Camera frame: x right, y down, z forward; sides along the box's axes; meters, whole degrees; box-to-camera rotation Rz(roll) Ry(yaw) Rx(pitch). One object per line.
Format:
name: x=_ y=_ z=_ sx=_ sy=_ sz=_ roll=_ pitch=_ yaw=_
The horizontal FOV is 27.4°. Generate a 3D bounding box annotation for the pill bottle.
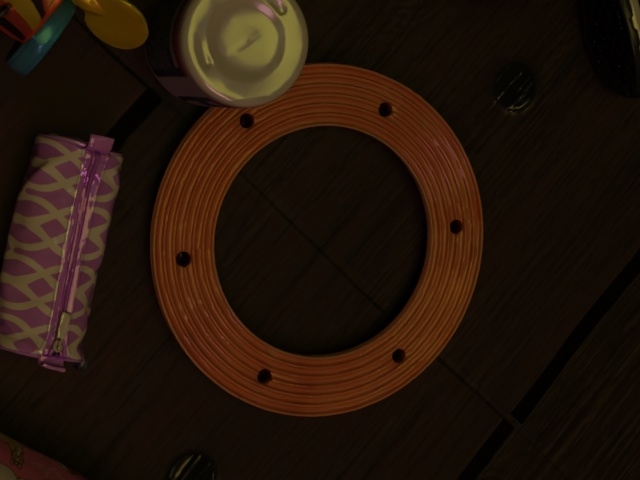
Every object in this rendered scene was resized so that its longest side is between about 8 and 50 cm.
pill bottle: x=-0.089 y=-0.167 z=1.109 sx=0.108 sy=0.180 sz=0.108 roll=-3 pitch=98 yaw=-21

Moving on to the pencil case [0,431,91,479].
pencil case: x=-0.291 y=0.251 z=1.098 sx=0.386 sy=0.167 sz=0.160 roll=35 pitch=116 yaw=-21

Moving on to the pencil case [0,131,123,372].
pencil case: x=-0.225 y=0.008 z=1.128 sx=0.086 sy=0.088 sz=0.206 roll=9 pitch=92 yaw=-24

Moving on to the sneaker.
sneaker: x=0.313 y=-0.261 z=1.307 sx=0.097 sy=0.084 sz=0.235 roll=-19 pitch=103 yaw=-19

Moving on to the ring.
ring: x=0.000 y=0.000 z=1.246 sx=0.336 sy=0.032 sz=0.336 roll=-3 pitch=99 yaw=-21

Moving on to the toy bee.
toy bee: x=-0.208 y=-0.195 z=0.987 sx=0.195 sy=0.298 sz=0.162 roll=25 pitch=125 yaw=-39
